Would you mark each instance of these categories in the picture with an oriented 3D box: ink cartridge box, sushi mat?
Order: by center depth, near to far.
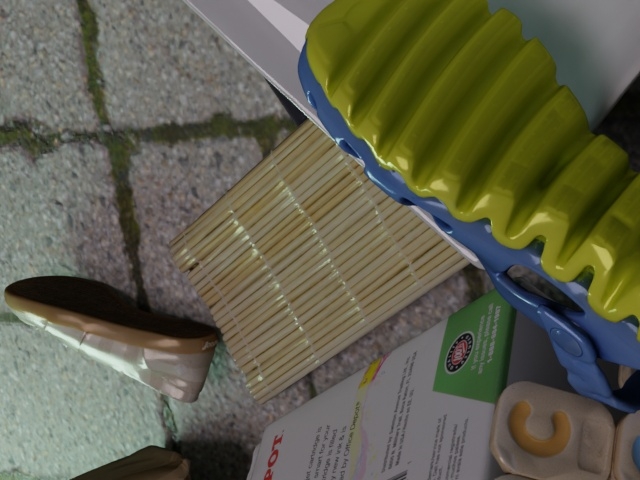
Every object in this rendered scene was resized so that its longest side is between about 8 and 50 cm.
[{"bbox_3d":[0.062,0.181,0.953,0.117,0.201,0.278,34,136,-21],"label":"ink cartridge box"},{"bbox_3d":[0.000,0.000,1.052,0.316,0.019,0.151,-38,82,46],"label":"sushi mat"}]

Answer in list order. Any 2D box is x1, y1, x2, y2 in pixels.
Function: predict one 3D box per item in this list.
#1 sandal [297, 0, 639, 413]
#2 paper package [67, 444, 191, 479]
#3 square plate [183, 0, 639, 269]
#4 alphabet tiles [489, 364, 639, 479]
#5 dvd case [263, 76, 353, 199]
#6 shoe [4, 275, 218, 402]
[{"bbox_3d":[0.110,-0.012,0.776,0.317,0.126,0.138,43,154,15],"label":"sandal"},{"bbox_3d":[-0.212,0.369,1.169,0.168,0.325,0.309,177,72,-76],"label":"paper package"},{"bbox_3d":[0.043,-0.190,0.826,0.347,0.049,0.344,43,144,9],"label":"square plate"},{"bbox_3d":[0.218,0.184,0.789,0.278,0.284,0.021,16,153,-5],"label":"alphabet tiles"},{"bbox_3d":[0.040,-0.112,0.994,0.164,0.018,0.221,-41,79,42],"label":"dvd case"},{"bbox_3d":[-0.181,0.080,1.211,0.219,0.076,0.058,16,111,32],"label":"shoe"}]
